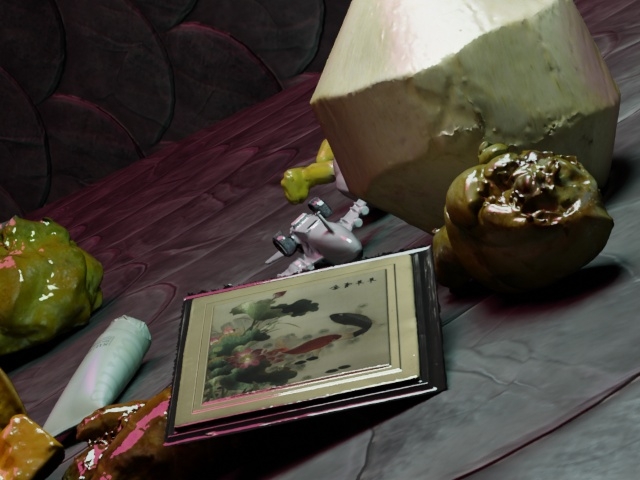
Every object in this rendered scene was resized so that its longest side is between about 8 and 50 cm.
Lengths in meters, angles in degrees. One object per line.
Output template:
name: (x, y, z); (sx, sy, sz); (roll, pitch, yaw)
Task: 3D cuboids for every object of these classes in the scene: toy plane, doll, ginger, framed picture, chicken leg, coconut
toy plane: (0.000, 0.000, 1.638); (0.162, 0.065, 0.171); (-43, 8, -14)
doll: (0.126, -0.107, 1.733); (0.365, 0.094, 0.160); (-21, 15, 42)
ginger: (-0.123, 0.145, 1.198); (0.162, 0.073, 0.103); (-34, 10, -22)
framed picture: (-0.011, 0.066, 1.182); (0.195, 0.010, 0.199); (-12, 28, 7)
chicken leg: (0.127, -0.012, 1.210); (0.088, 0.103, 0.227); (-49, 12, -17)
coconut: (0.115, -0.124, 1.386); (0.259, 0.259, 0.259); (-28, 10, 5)

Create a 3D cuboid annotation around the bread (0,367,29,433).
bread: (-0.373, 0.172, 1.439); (0.269, 0.195, 0.143); (-18, 21, 32)

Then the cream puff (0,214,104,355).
cream puff: (-0.410, 0.049, 2.141); (0.281, 0.185, 0.282); (-22, 8, 3)

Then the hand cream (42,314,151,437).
hand cream: (-0.209, 0.133, 1.594); (0.078, 0.050, 0.205); (-26, 14, 19)

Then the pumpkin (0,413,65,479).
pumpkin: (-0.289, 0.215, 1.177); (0.258, 0.095, 0.290); (-42, 4, 27)
